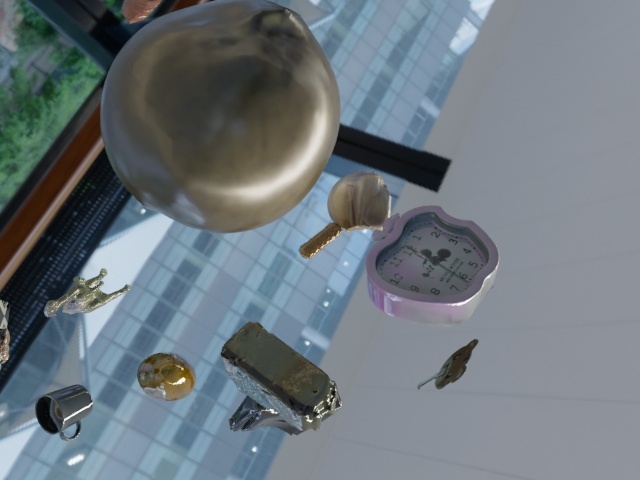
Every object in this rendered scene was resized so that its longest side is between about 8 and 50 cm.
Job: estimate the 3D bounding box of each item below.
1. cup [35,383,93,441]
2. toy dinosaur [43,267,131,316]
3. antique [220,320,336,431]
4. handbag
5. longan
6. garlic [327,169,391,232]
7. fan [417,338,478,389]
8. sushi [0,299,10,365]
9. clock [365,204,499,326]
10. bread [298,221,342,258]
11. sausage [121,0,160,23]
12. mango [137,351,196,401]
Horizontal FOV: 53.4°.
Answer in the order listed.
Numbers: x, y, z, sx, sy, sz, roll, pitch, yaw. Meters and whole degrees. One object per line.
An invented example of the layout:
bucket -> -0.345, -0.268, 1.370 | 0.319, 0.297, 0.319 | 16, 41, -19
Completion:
cup -> -0.485, 0.332, 1.220 | 0.078, 0.100, 0.077 | -22, 177, 29
toy dinosaur -> -0.669, 0.155, 1.813 | 0.162, 0.077, 0.294 | -38, 163, 7
antique -> -0.090, 0.326, 1.493 | 0.125, 0.284, 0.150 | -42, 146, -31
handbag -> -0.112, 0.503, 1.900 | 0.257, 0.285, 0.113 | -53, -140, 39
longan -> -0.123, -0.163, 0.838 | 0.319, 0.319, 0.319 | -46, -160, 22
garlic -> 0.123, -0.140, 2.086 | 0.217, 0.110, 0.228 | -5, -115, 24
fan -> 0.324, 0.343, 1.669 | 0.227, 0.008, 0.152 | -45, -175, 46
sushi -> -0.720, 0.244, 1.389 | 0.290, 0.050, 0.264 | 116, -23, -72
clock -> 0.274, 0.063, 1.621 | 0.102, 0.338, 0.338 | 85, 19, -47
bread -> 0.000, 0.000, 1.982 | 0.157, 0.052, 0.044 | -39, 157, -12
sausage -> -0.423, -0.559, 1.495 | 0.169, 0.065, 0.065 | -2, -127, 57
mango -> -0.362, 0.318, 1.494 | 0.253, 0.138, 0.113 | 125, -15, -71
